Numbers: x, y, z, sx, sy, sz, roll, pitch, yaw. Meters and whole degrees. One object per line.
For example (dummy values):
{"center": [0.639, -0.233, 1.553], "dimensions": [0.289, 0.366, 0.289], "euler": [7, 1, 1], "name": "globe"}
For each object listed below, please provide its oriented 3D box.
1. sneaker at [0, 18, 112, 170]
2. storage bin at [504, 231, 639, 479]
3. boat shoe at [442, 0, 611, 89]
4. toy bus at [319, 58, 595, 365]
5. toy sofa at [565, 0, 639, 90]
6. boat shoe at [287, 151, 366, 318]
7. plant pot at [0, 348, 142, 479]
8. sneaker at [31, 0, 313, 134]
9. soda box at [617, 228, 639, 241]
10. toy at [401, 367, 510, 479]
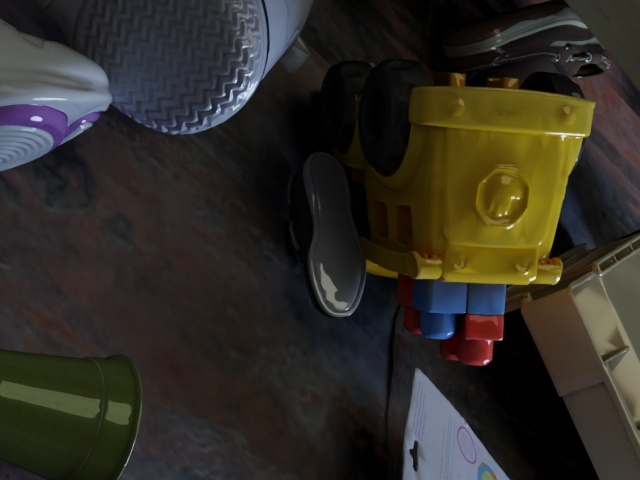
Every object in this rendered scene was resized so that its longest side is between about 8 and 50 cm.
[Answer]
{"center": [-0.227, -0.116, 0.871], "dimensions": [0.305, 0.114, 0.152], "euler": [6, 66, -52], "name": "sneaker"}
{"center": [0.265, 0.133, 1.384], "dimensions": [0.260, 0.123, 0.262], "euler": [-24, 90, -56], "name": "storage bin"}
{"center": [0.199, -0.164, 1.507], "dimensions": [0.257, 0.095, 0.095], "euler": [-22, 101, -52], "name": "boat shoe"}
{"center": [0.087, -0.022, 1.206], "dimensions": [0.149, 0.220, 0.211], "euler": [1, 97, -20], "name": "toy bus"}
{"center": [0.304, -0.191, 1.384], "dimensions": [0.177, 0.150, 0.362], "euler": [-42, 95, -24], "name": "toy sofa"}
{"center": [0.000, 0.000, 1.179], "dimensions": [0.046, 0.038, 0.125], "euler": [4, 64, -32], "name": "boat shoe"}
{"center": [-0.150, 0.091, 0.892], "dimensions": [0.079, 0.083, 0.083], "euler": [20, 53, -31], "name": "plant pot"}
{"center": [-0.133, -0.238, 1.069], "dimensions": [0.366, 0.137, 0.210], "euler": [56, 22, 2], "name": "sneaker"}
{"center": [0.336, 0.069, 1.579], "dimensions": [0.169, 0.053, 0.060], "euler": [58, 35, -10], "name": "soda box"}
{"center": [0.102, 0.216, 1.168], "dimensions": [0.237, 0.056, 0.137], "euler": [48, 34, -32], "name": "toy"}
